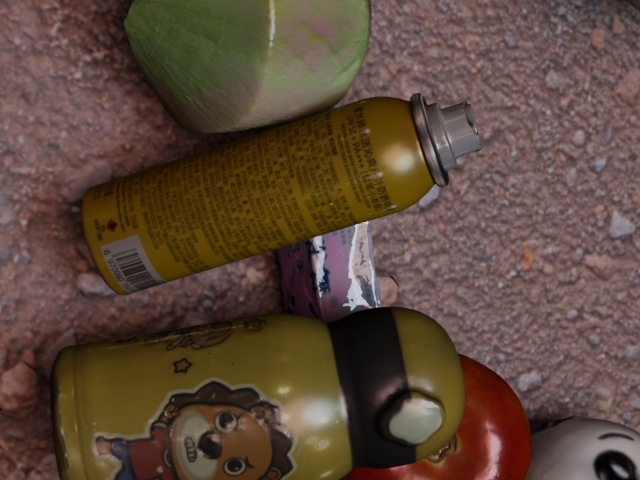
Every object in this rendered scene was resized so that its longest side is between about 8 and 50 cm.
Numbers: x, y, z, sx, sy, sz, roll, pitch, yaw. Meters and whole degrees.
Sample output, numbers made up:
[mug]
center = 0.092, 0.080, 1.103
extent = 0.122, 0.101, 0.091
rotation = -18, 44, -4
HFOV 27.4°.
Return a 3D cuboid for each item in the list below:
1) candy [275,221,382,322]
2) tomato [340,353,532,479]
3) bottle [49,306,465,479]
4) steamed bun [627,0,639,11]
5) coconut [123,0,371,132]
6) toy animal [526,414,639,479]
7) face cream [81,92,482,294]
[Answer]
[candy]
center = 0.000, 0.000, 1.256
extent = 0.073, 0.092, 0.160
rotation = -12, 96, -25
[tomato]
center = 0.109, 0.200, 1.290
extent = 0.195, 0.136, 0.195
rotation = 0, 82, -3
[bottle]
center = -0.049, 0.145, 1.153
extent = 0.351, 0.171, 0.171
rotation = -11, 100, 0
[steamed bun]
center = 0.375, -0.388, 1.269
extent = 0.374, 0.241, 0.374
rotation = -27, 128, -41
[coconut]
center = -0.070, -0.198, 1.148
extent = 0.236, 0.204, 0.235
rotation = -25, 135, -28
[toy animal]
center = 0.270, 0.316, 1.333
extent = 0.213, 0.212, 0.266
rotation = 31, 84, -22
[face cream]
center = -0.030, -0.049, 1.149
extent = 0.349, 0.105, 0.105
rotation = -17, 103, 11
